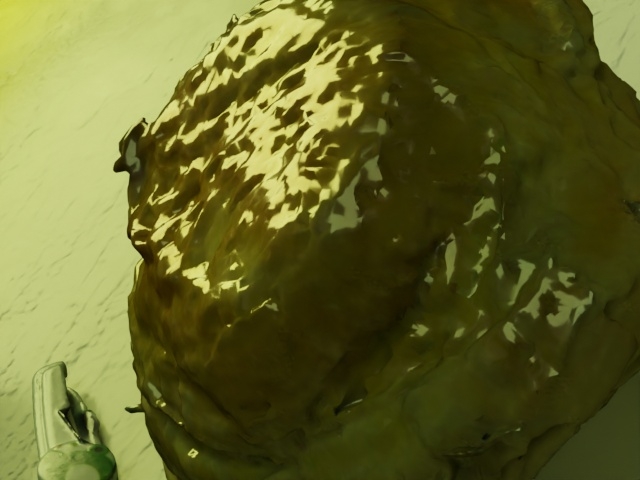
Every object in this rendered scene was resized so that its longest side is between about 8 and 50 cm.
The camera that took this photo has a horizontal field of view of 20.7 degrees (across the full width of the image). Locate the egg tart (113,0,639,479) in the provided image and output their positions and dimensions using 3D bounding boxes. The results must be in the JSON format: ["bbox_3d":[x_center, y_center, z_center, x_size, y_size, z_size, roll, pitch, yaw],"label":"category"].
[{"bbox_3d":[0.000,0.000,0.850,0.339,0.153,0.351,-37,41,33],"label":"egg tart"}]

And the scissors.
[{"bbox_3d":[-0.131,0.131,0.943,0.101,0.027,0.204,-7,32,-15],"label":"scissors"}]

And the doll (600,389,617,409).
[{"bbox_3d":[0.141,0.010,0.867,0.102,0.089,0.179,6,59,-8],"label":"doll"}]
